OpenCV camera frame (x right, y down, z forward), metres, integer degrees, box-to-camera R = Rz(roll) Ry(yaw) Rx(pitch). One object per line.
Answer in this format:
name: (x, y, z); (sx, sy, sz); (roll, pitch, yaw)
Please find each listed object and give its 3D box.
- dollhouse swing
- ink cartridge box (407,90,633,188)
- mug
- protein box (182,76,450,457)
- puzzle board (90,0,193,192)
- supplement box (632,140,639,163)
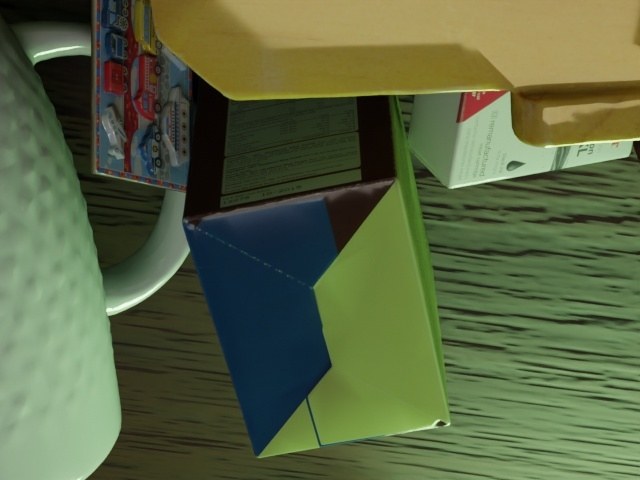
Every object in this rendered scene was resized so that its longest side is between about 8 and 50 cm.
dollhouse swing: (0.092, -0.261, 0.835); (0.305, 0.315, 0.346); (5, 120, 19)
ink cartridge box: (0.143, -0.105, 1.006); (0.151, 0.063, 0.109); (-11, 128, -24)
mug: (-0.247, -0.018, 1.000); (0.374, 0.276, 0.328); (-17, 114, -25)
protein box: (0.000, 0.000, 1.027); (0.136, 0.201, 0.199); (-10, 123, 6)
puzzle board: (-0.114, -0.100, 0.993); (0.011, 0.128, 0.096); (-6, 171, 35)
supplement box: (0.325, -0.068, 0.988); (0.129, 0.194, 0.191); (34, 117, -21)
